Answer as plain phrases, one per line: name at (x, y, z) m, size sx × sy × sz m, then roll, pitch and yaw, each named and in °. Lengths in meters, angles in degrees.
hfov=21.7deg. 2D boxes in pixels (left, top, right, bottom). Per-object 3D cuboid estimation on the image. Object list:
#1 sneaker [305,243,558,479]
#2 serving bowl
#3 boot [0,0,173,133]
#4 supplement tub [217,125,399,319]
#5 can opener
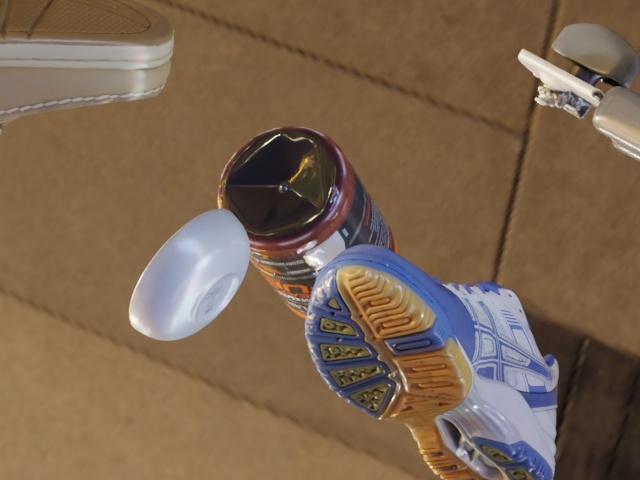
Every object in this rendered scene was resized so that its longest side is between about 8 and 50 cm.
sneaker at (0.086, 0.072, 1.218) m, size 0.112 × 0.131 × 0.296 m, roll -5°, pitch 144°, yaw 30°
serving bowl at (-0.066, 0.024, 0.917) m, size 0.027 × 0.083 × 0.083 m, roll 39°, pitch 140°, yaw 20°
boot at (-0.195, -0.016, 0.828) m, size 0.262 × 0.095 × 0.203 m, roll -6°, pitch 112°, yaw -4°
supplement tub at (0.000, 0.000, 1.289) m, size 0.106 × 0.106 × 0.198 m, roll 13°, pitch 160°, yaw 25°
can opener at (0.280, -0.114, 1.450) m, size 0.074 × 0.093 × 0.280 m, roll 30°, pitch -172°, yaw -48°
